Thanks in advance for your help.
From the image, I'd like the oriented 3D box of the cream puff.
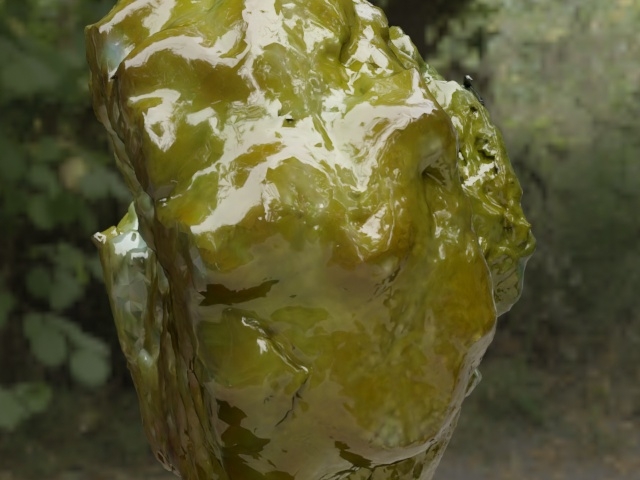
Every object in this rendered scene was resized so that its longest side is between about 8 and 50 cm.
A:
[{"bbox_3d":[-0.001,-0.002,0.832,0.185,0.282,0.282,-14,13,-13],"label":"cream puff"}]
